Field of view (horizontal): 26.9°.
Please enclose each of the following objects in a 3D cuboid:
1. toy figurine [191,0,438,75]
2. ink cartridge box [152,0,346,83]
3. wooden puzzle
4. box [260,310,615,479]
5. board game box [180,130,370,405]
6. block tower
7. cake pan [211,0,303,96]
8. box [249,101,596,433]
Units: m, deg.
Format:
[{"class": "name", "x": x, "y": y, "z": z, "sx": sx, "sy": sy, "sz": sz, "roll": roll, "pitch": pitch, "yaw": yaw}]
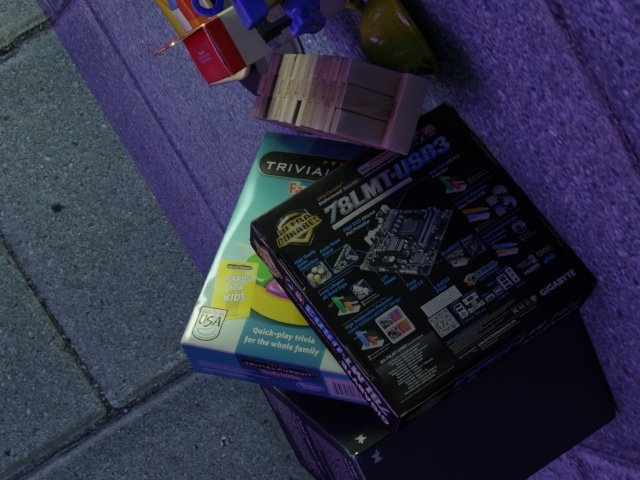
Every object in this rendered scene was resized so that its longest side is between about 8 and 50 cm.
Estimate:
[{"class": "toy figurine", "x": -0.047, "y": -0.297, "z": 1.580, "sx": 0.362, "sy": 0.217, "sz": 0.191, "roll": 59, "pitch": 166, "yaw": -4}, {"class": "ink cartridge box", "x": -0.095, "y": -0.275, "z": 1.753, "sx": 0.078, "sy": 0.231, "sz": 0.134, "roll": 60, "pitch": 166, "yaw": -10}, {"class": "wooden puzzle", "x": -0.206, "y": -0.353, "z": 2.113, "sx": 0.238, "sy": 0.044, "sz": 0.221, "roll": 60, "pitch": 166, "yaw": -13}, {"class": "box", "x": 0.143, "y": 0.201, "z": 1.756, "sx": 0.312, "sy": 0.343, "sz": 0.179, "roll": 30, "pitch": 148, "yaw": 62}, {"class": "board game box", "x": 0.002, "y": 0.027, "z": 1.691, "sx": 0.254, "sy": 0.336, "sz": 0.079, "roll": 9, "pitch": 148, "yaw": 18}, {"class": "block tower", "x": 0.013, "y": -0.170, "z": 1.619, "sx": 0.097, "sy": 0.091, "sz": 0.335, "roll": 14, "pitch": -177, "yaw": -22}, {"class": "cake pan", "x": -0.123, "y": -0.339, "z": 2.074, "sx": 0.293, "sy": 0.054, "sz": 0.293, "roll": 51, "pitch": 165, "yaw": 20}, {"class": "box", "x": 0.116, "y": 0.025, "z": 1.568, "sx": 0.293, "sy": 0.295, "sz": 0.073, "roll": 51, "pitch": 162, "yaw": 19}]
